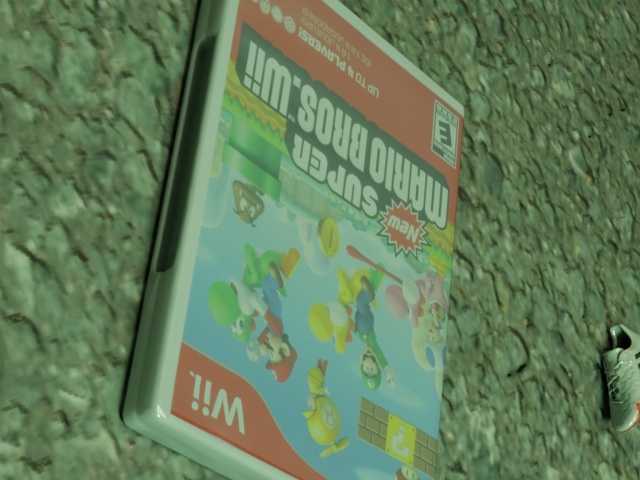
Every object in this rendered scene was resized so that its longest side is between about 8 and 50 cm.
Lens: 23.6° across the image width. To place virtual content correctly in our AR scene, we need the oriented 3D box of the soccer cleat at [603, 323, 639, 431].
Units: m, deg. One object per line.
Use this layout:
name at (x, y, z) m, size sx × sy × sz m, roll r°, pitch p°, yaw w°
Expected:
soccer cleat at (0.200, 0.091, 1.015) m, size 0.035 × 0.029 × 0.083 m, roll 43°, pitch 42°, yaw -21°

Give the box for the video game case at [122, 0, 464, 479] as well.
video game case at (0.000, 0.000, 0.801) m, size 0.204 × 0.025 × 0.285 m, roll 34°, pitch 51°, yaw -39°
